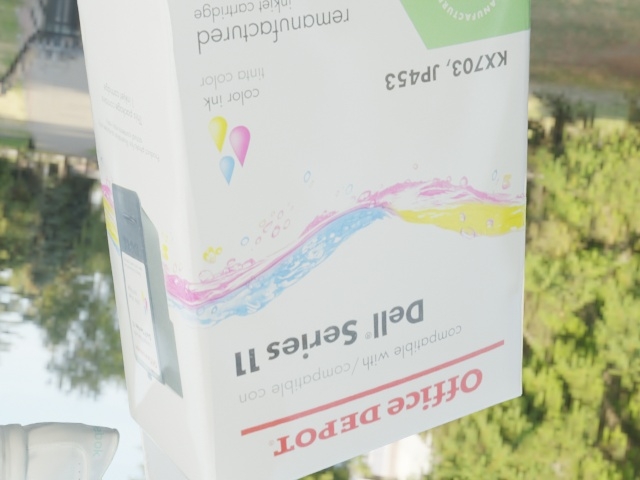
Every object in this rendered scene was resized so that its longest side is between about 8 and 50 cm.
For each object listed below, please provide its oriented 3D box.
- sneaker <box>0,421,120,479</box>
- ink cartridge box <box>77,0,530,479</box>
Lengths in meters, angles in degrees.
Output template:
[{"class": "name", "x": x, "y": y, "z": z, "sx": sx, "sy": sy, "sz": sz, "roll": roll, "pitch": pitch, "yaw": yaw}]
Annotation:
[{"class": "sneaker", "x": -0.162, "y": 0.200, "z": 0.718, "sx": 0.094, "sy": 0.212, "sz": 0.080, "roll": -6, "pitch": -140, "yaw": -19}, {"class": "ink cartridge box", "x": 0.000, "y": 0.000, "z": 0.606, "sx": 0.207, "sy": 0.353, "sz": 0.119, "roll": -15, "pitch": -155, "yaw": -27}]
